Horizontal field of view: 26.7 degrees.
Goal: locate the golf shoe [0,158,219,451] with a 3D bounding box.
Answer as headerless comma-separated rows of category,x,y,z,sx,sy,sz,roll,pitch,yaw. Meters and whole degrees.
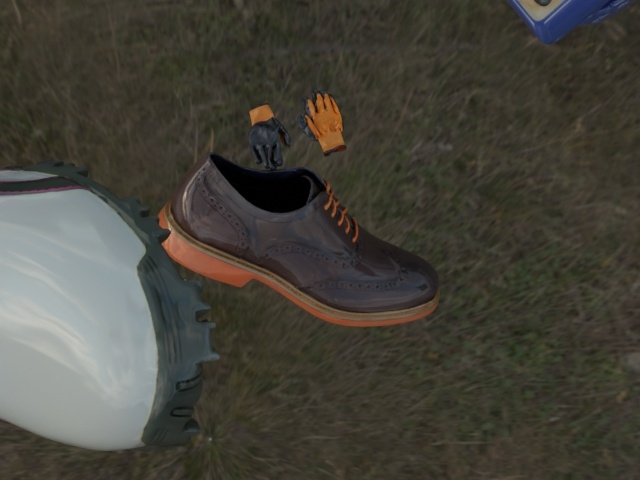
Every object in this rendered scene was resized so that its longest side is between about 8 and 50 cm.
golf shoe,-0.162,0.013,0.500,0.272,0.120,0.105,24,114,30

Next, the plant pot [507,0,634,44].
plant pot,0.235,-0.326,1.198,0.236,0.236,0.212,52,39,2

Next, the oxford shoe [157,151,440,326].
oxford shoe,0.000,0.000,1.151,0.271,0.097,0.098,15,123,-27

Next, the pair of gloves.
pair of gloves,-0.022,-0.096,1.155,0.083,0.010,0.074,-17,55,3
